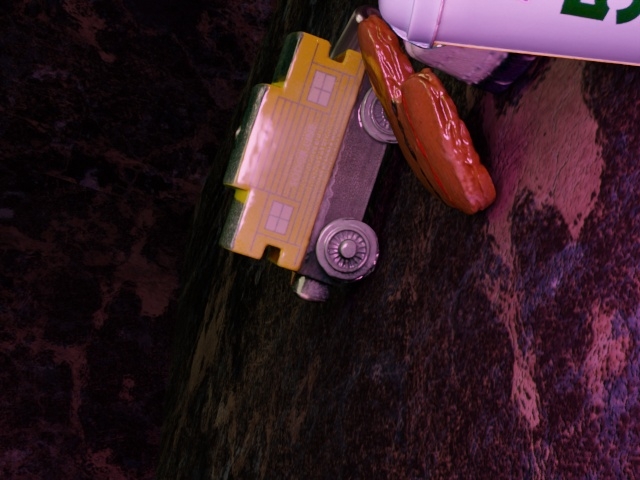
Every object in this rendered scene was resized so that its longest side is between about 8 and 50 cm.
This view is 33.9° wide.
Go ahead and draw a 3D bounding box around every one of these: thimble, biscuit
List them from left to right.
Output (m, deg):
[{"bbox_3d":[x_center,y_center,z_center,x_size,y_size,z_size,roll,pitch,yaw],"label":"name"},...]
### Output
[{"bbox_3d":[0.123,-0.162,1.352,0.052,0.262,0.277,-27,16,-3],"label":"biscuit"},{"bbox_3d":[0.213,-0.309,1.326,0.237,0.150,0.237,-161,90,-75],"label":"thimble"}]

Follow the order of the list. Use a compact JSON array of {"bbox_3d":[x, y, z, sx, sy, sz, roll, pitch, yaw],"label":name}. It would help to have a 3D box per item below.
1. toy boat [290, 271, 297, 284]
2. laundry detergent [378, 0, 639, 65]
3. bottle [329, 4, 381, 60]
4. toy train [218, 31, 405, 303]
[{"bbox_3d":[0.000,0.000,1.962,0.077,0.057,0.200,-134,63,-69],"label":"toy boat"},{"bbox_3d":[0.193,-0.303,0.918,0.287,0.305,0.287,6,-90,-89],"label":"laundry detergent"},{"bbox_3d":[0.062,-0.361,2.139,0.096,0.079,0.253,57,140,21],"label":"bottle"},{"bbox_3d":[-0.011,-0.128,1.714,0.179,0.272,0.442,-160,88,-79],"label":"toy train"}]
